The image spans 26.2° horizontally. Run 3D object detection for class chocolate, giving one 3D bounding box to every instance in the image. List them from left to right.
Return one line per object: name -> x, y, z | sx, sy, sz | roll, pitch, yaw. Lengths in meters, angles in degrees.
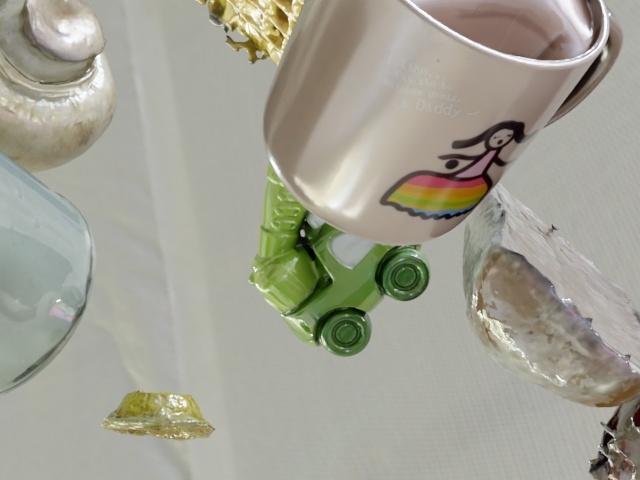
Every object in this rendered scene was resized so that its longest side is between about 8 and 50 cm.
chocolate -> 0.189, 0.050, 1.174 | 0.100, 0.185, 0.303 | -50, -176, 17

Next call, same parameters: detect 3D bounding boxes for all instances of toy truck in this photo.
toy truck -> 0.002, 0.020, 1.534 | 0.187, 0.210, 0.148 | -61, -162, 15

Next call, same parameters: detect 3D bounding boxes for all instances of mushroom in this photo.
mushroom -> -0.323, -0.184, 1.394 | 0.184, 0.255, 0.255 | -21, -130, 37

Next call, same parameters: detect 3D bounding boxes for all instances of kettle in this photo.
kettle -> -0.365, -0.015, 1.062 | 0.265, 0.318, 0.205 | -15, -120, 25

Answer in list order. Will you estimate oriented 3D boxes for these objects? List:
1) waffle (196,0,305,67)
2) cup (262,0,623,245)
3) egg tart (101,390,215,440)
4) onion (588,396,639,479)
waffle -> -0.070, -0.306, 1.762 | 0.060, 0.262, 0.280 | -40, -151, -26
cup -> 0.094, -0.118, 0.983 | 0.200, 0.253, 0.191 | -59, -134, 41
egg tart -> -0.146, 0.158, 1.244 | 0.105, 0.105, 0.039 | -6, -105, 37
onion -> 0.346, 0.214, 1.140 | 0.347, 0.285, 0.347 | -36, -136, 44
